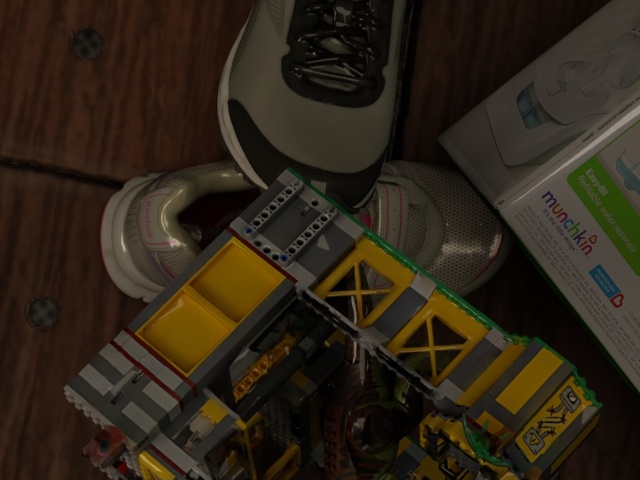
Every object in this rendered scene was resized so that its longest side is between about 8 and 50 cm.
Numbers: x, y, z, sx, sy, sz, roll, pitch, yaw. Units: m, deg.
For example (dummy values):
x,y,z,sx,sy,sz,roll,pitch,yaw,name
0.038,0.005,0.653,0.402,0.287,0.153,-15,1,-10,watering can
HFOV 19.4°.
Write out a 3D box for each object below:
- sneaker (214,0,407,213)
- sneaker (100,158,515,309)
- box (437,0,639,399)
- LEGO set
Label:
x,y,z,sx,sy,sz,roll,pitch,yaw,name
0.004,-0.135,1.071,0.100,0.108,0.271,12,57,-10,sneaker
0.000,0.000,1.110,0.252,0.111,0.103,-4,88,-12,sneaker
0.243,-0.020,1.088,0.231,0.127,0.262,-40,116,4,box
-0.003,0.138,0.981,0.255,0.331,0.192,41,70,12,LEGO set
